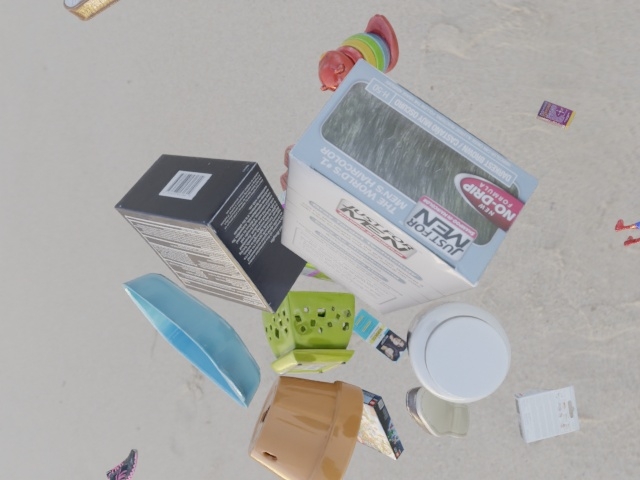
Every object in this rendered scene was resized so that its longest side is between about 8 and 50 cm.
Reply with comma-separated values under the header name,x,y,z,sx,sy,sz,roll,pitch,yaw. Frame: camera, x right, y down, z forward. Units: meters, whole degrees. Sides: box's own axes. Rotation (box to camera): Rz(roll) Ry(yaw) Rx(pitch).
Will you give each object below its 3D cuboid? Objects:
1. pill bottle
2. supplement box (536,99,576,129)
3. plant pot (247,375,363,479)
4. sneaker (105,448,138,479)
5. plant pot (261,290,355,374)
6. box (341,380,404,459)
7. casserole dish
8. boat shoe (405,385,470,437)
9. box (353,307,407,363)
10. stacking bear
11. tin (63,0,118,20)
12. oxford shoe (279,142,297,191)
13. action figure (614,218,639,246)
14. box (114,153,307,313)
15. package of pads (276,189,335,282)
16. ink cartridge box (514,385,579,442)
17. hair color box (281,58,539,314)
name,x,y,z,sx,sy,sz,roll,pitch,yaw
pill bottle,0.252,0.201,1.031,0.176,0.318,0.176,-1,85,7
supplement box,0.602,-0.320,1.415,0.083,0.055,0.043,26,101,16
plant pot,-0.045,0.456,1.337,0.203,0.291,0.291,24,128,-5
sneaker,-0.452,0.524,1.248,0.119,0.057,0.047,-66,13,-2
plant pot,-0.032,0.280,1.642,0.228,0.227,0.207,137,133,-56
box,0.144,0.536,1.650,0.159,0.044,0.233,7,129,45
casserole dish,-0.121,0.089,0.533,0.188,0.037,0.114,23,147,42
boat shoe,0.279,0.428,1.386,0.097,0.324,0.116,-1,67,34
box,0.241,0.393,2.280,0.244,0.060,0.100,36,87,16
stacking bear,0.097,-0.524,1.626,0.164,0.289,0.175,53,138,-6
tin,-0.376,-0.453,0.955,0.190,0.040,0.106,-14,64,30
oxford shoe,-0.039,-0.212,1.854,0.140,0.146,0.397,54,161,10
action figure,0.948,-0.068,1.460,0.091,0.139,0.280,54,153,-10
box,-0.224,-0.019,1.206,0.296,0.182,0.294,11,145,35
package of pads,0.000,0.000,1.644,0.101,0.297,0.229,-25,55,57
ink cartridge box,0.690,0.523,1.690,0.045,0.179,0.145,-169,68,-80
hair color box,0.062,-0.023,0.626,0.185,0.113,0.374,35,168,2
